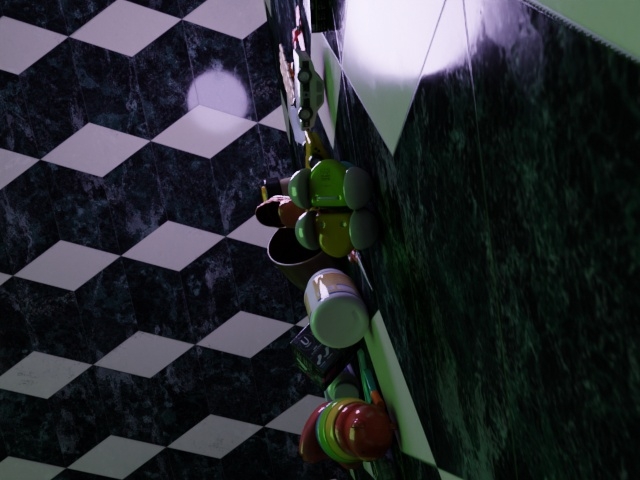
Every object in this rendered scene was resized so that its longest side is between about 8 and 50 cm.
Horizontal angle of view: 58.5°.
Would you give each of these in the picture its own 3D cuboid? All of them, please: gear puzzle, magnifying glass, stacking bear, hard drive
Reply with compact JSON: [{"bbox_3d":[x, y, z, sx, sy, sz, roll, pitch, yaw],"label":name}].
[{"bbox_3d":[-0.095,-0.557,2.126,0.175,0.044,0.339,97,159,-69],"label":"gear puzzle"},{"bbox_3d":[0.136,0.396,1.486,0.231,0.026,0.092,-168,68,-84],"label":"magnifying glass"},{"bbox_3d":[0.078,0.451,1.348,0.289,0.175,0.165,134,148,-64],"label":"stacking bear"},{"bbox_3d":[-0.071,-0.412,2.039,0.094,0.022,0.135,36,140,52],"label":"hard drive"}]

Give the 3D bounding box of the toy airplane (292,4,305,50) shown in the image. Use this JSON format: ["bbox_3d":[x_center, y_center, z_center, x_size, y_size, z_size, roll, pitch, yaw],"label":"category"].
[{"bbox_3d":[-0.067,-0.607,1.683,0.151,0.028,0.151,171,90,-85],"label":"toy airplane"}]

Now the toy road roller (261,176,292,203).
[{"bbox_3d":[-0.082,-0.095,1.951,0.329,0.202,0.241,161,98,-84],"label":"toy road roller"}]

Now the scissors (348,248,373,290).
[{"bbox_3d":[0.082,0.027,1.315,0.297,0.021,0.109,-112,14,-76],"label":"scissors"}]

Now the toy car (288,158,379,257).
[{"bbox_3d":[0.037,-0.067,1.066,0.136,0.159,0.182,-35,-60,-54],"label":"toy car"}]

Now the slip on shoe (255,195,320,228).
[{"bbox_3d":[-0.069,-0.081,1.660,0.331,0.101,0.123,2,111,47],"label":"slip on shoe"}]

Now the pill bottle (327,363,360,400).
[{"bbox_3d":[0.074,0.484,1.925,0.187,0.111,0.112,-124,24,-80],"label":"pill bottle"}]

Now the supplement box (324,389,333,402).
[{"bbox_3d":[0.081,0.664,2.264,0.111,0.113,0.220,-131,29,-83],"label":"supplement box"}]

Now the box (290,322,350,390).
[{"bbox_3d":[0.013,0.340,1.784,0.142,0.163,0.247,39,160,17],"label":"box"}]

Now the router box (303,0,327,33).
[{"bbox_3d":[-0.013,-0.502,1.163,0.122,0.038,0.092,88,171,-62],"label":"router box"}]

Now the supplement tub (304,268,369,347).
[{"bbox_3d":[0.035,0.164,1.439,0.200,0.144,0.145,-111,11,-69],"label":"supplement tub"}]

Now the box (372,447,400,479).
[{"bbox_3d":[0.174,0.637,1.390,0.220,0.051,0.175,-109,9,-64],"label":"box"}]

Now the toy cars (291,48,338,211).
[{"bbox_3d":[-0.007,-0.271,1.397,0.176,0.087,0.394,134,128,-79],"label":"toy cars"}]

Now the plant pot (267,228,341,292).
[{"bbox_3d":[-0.021,0.076,1.770,0.215,0.215,0.231,-106,-7,-52],"label":"plant pot"}]

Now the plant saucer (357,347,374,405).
[{"bbox_3d":[0.131,0.410,1.639,0.067,0.018,0.192,-165,65,-85],"label":"plant saucer"}]
